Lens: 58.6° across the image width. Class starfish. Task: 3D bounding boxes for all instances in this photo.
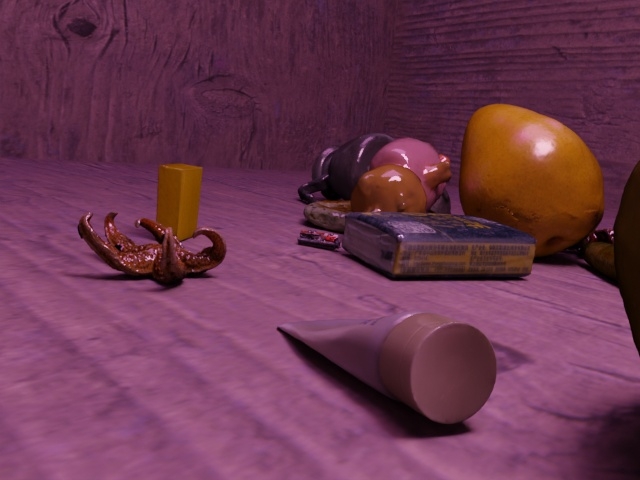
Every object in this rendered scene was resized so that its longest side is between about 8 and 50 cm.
[{"bbox_3d":[-0.220,0.004,0.708,0.189,0.074,0.146,12,10,30],"label":"starfish"}]

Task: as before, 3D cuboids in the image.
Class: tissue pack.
[{"bbox_3d":[0.188,0.003,0.931,0.257,0.081,0.185,1,13,-23],"label":"tissue pack"}]

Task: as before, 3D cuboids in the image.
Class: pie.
[{"bbox_3d":[0.076,-0.053,1.279,0.240,0.054,0.240,5,12,-1],"label":"pie"}]

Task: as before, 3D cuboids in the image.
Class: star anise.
[{"bbox_3d":[0.555,-0.004,1.238,0.233,0.073,0.177,0,0,8],"label":"star anise"}]

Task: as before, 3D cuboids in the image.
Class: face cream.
[{"bbox_3d":[0.048,0.084,0.482,0.114,0.070,0.224,2,2,-21],"label":"face cream"}]

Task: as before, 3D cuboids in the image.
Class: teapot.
[{"bbox_3d":[0.082,-0.180,1.758,0.223,0.305,0.285,42,-20,-31],"label":"teapot"}]

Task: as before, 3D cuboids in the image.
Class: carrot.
[{"bbox_3d":[0.515,0.042,0.945,0.074,0.074,0.358,6,9,0],"label":"carrot"}]

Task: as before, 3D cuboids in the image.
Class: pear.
[{"bbox_3d":[0.413,-0.130,1.144,0.284,0.336,0.285,-4,-13,-1],"label":"pear"}]

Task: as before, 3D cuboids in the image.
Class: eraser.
[{"bbox_3d":[-0.236,-0.064,0.949,0.045,0.122,0.097,8,11,5],"label":"eraser"}]

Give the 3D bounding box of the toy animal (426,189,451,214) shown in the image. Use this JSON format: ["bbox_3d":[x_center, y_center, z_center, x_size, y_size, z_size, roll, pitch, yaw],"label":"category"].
[{"bbox_3d":[0.215,-0.078,1.435,0.236,0.138,0.108,-17,29,51],"label":"toy animal"}]

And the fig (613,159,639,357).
[{"bbox_3d":[0.329,0.020,0.306,0.343,0.343,0.343,6,10,-1],"label":"fig"}]

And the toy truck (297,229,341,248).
[{"bbox_3d":[0.000,0.000,1.007,0.083,0.024,0.032,8,32,22],"label":"toy truck"}]

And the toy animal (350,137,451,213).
[{"bbox_3d":[0.152,-0.094,1.107,0.195,0.169,0.281,-25,21,38],"label":"toy animal"}]
